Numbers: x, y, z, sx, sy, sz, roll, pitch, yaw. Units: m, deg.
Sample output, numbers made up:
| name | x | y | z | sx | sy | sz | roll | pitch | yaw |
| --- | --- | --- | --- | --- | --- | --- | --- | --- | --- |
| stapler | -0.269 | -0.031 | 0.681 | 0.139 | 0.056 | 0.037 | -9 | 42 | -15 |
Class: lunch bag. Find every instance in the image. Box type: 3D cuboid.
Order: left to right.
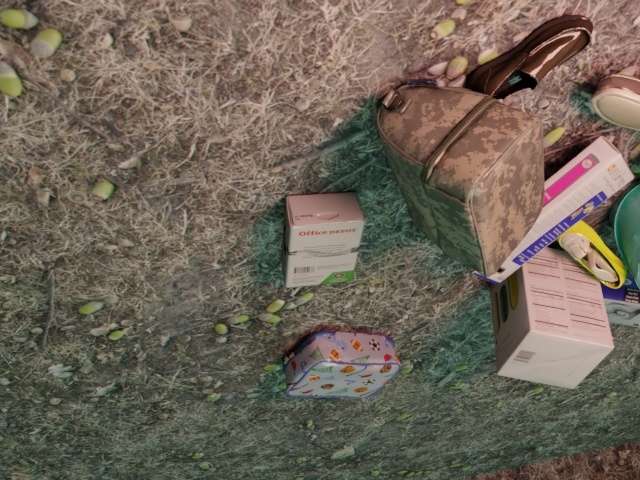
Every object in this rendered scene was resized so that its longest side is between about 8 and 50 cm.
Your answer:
| name | x | y | z | sx | sy | sz | roll | pitch | yaw |
| --- | --- | --- | --- | --- | --- | --- | --- | --- | --- |
| lunch bag | 0.049 | 0.347 | 1.830 | 0.303 | 0.115 | 0.243 | 11 | 139 | -29 |
| lunch bag | 0.239 | -0.121 | 1.190 | 0.212 | 0.256 | 0.305 | -50 | 145 | -14 |

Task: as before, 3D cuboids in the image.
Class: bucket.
| name | x | y | z | sx | sy | sz | roll | pitch | yaw |
| --- | --- | --- | --- | --- | --- | --- | --- | --- | --- |
| bucket | 0.811 | -0.027 | 1.521 | 0.281 | 0.183 | 0.281 | -8 | 141 | -7 |

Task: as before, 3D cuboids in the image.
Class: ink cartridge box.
| name | x | y | z | sx | sy | sz | roll | pitch | yaw |
| --- | --- | --- | --- | --- | --- | --- | --- | --- | --- |
| ink cartridge box | 0.000 | 0.000 | 1.395 | 0.153 | 0.087 | 0.208 | -4 | 142 | -11 |
| ink cartridge box | 0.477 | -0.051 | 1.409 | 0.371 | 0.069 | 0.176 | -44 | 150 | 17 |
| ink cartridge box | 0.723 | 0.150 | 1.737 | 0.223 | 0.045 | 0.224 | 8 | 154 | 35 |

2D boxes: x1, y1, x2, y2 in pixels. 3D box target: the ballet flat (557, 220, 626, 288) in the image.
| name | x | y | z | sx | sy | sz | roll | pitch | yaw |
| --- | --- | --- | --- | --- | --- | --- | --- | --- | --- |
| ballet flat | 0.615 | 0.028 | 1.534 | 0.231 | 0.077 | 0.077 | 40 | 134 | -10 |

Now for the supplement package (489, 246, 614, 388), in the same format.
| name | x | y | z | sx | sy | sz | roll | pitch | yaw |
| --- | --- | --- | --- | --- | --- | --- | --- | --- | --- |
| supplement package | 0.540 | 0.178 | 1.601 | 0.198 | 0.262 | 0.199 | 11 | 139 | -4 |

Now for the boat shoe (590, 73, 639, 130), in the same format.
| name | x | y | z | sx | sy | sz | roll | pitch | yaw |
| --- | --- | --- | --- | --- | --- | --- | --- | --- | --- |
| boat shoe | 0.636 | -0.256 | 1.254 | 0.324 | 0.096 | 0.116 | 13 | 175 | -25 |

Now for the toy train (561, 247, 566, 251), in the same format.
| name | x | y | z | sx | sy | sz | roll | pitch | yaw |
| --- | --- | --- | --- | --- | --- | --- | --- | --- | --- |
| toy train | 0.625 | 0.001 | 1.636 | 0.024 | 0.017 | 0.083 | 31 | 125 | -30 |

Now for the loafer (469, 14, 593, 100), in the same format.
| name | x | y | z | sx | sy | sz | roll | pitch | yaw |
| --- | --- | --- | --- | --- | --- | --- | --- | --- | --- |
| loafer | 0.365 | -0.294 | 1.138 | 0.220 | 0.078 | 0.080 | -31 | 139 | 22 |
